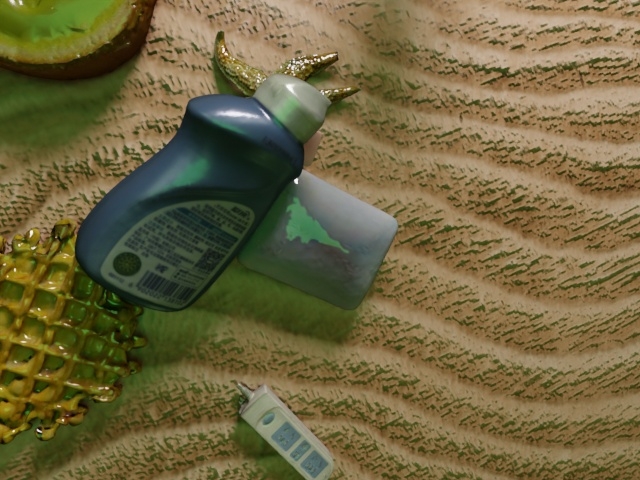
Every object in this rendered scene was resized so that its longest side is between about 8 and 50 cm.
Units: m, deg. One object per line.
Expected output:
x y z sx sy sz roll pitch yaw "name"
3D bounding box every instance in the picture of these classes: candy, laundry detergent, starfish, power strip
0.000 0.000 0.523 0.174 0.071 0.138 25 94 -15 "candy"
-0.112 -0.060 0.440 0.290 0.094 0.143 -46 127 6 "laundry detergent"
-0.054 -0.161 0.517 0.223 0.050 0.217 -29 109 -5 "starfish"
-0.046 0.254 0.555 0.047 0.030 0.191 -42 103 -8 "power strip"

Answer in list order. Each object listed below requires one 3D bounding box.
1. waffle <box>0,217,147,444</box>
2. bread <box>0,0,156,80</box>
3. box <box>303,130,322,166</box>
-0.321 0.106 0.466 0.228 0.051 0.232 -26 101 -13 "waffle"
-0.287 -0.282 0.430 0.236 0.070 0.236 -1 94 -13 "bread"
-0.057 -0.124 0.487 0.115 0.025 0.048 17 102 -20 "box"
